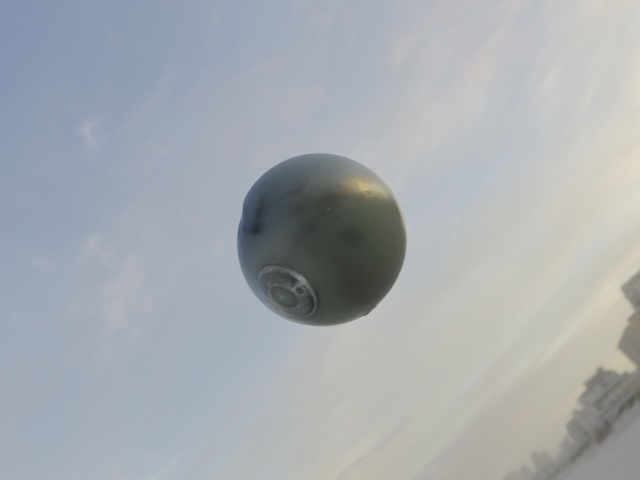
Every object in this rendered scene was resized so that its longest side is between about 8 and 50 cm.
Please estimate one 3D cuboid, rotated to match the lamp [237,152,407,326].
[{"bbox_3d":[0.000,0.000,0.486,0.105,0.105,0.105,-34,-24,-17],"label":"lamp"}]
